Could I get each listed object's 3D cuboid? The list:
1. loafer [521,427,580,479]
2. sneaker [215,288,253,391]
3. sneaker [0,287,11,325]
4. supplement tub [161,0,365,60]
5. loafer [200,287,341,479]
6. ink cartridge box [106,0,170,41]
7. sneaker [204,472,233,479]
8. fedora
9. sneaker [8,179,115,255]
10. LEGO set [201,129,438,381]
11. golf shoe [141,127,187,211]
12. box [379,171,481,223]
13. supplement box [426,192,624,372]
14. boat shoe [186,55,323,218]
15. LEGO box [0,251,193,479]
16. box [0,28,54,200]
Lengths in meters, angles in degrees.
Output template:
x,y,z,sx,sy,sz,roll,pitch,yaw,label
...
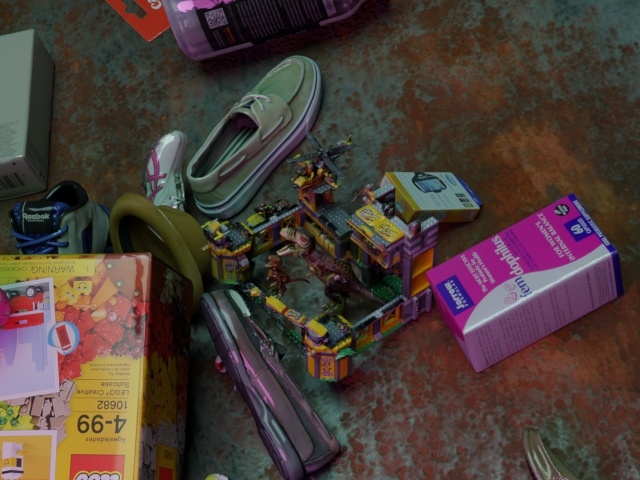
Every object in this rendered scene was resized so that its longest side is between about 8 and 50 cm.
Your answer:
x,y,z,sx,sy,sz,roll,pitch,yaw,label
0.281,0.286,1.526,0.050,0.056,0.148,-22,63,1,loafer
-0.116,0.136,1.744,0.075,0.057,0.161,-26,56,-8,sneaker
-0.487,0.088,1.510,0.252,0.103,0.111,-17,74,7,sneaker
-0.074,-0.420,2.016,0.338,0.207,0.207,-14,54,7,supplement tub
-0.065,0.176,1.653,0.084,0.096,0.267,-24,80,-16,loafer
-0.253,-0.465,2.197,0.232,0.066,0.189,-35,54,-13,ink cartridge box
-0.101,0.373,1.565,0.094,0.081,0.208,-35,54,-5,sneaker
-0.212,0.011,1.803,0.194,0.194,0.079,30,44,31,fedora
-0.383,0.041,1.813,0.127,0.182,0.315,-2,56,18,sneaker
0.000,0.000,1.686,0.255,0.192,0.331,-23,49,-20,LEGO set
-0.221,-0.069,1.877,0.086,0.067,0.186,24,104,27,golf shoe
0.156,-0.060,1.776,0.136,0.028,0.081,0,42,-37,box
0.262,0.055,1.651,0.220,0.114,0.111,-29,54,-2,supplement box
-0.092,-0.169,1.920,0.109,0.094,0.302,18,64,27,boat shoe
-0.428,0.217,1.621,0.500,0.193,0.372,-2,76,12,LEGO box
-0.497,-0.202,2.067,0.113,0.094,0.275,-10,54,10,box
